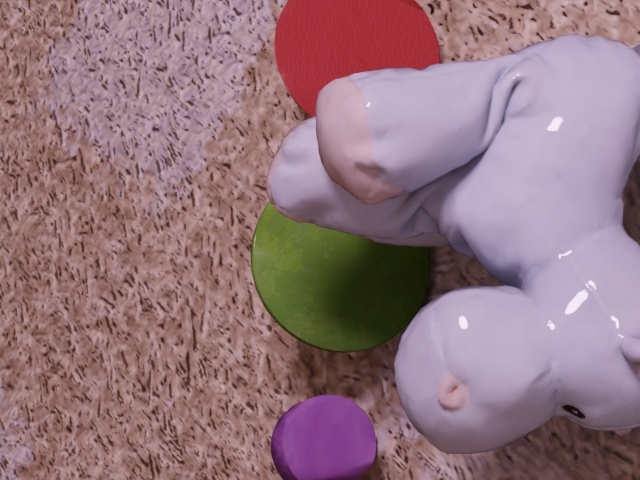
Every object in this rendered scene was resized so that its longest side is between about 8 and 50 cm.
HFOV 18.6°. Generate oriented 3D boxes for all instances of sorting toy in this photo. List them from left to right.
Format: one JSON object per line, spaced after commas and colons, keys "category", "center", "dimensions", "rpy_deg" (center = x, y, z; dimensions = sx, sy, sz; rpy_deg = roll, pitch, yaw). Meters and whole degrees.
{"category": "sorting toy", "center": [0.000, 0.000, 1.387], "dimensions": [0.126, 0.127, 0.365], "rpy_deg": [148, 128, -70]}

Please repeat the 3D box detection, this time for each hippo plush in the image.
{"category": "hippo plush", "center": [0.131, 0.011, 1.196], "dimensions": [0.294, 0.234, 0.236], "rpy_deg": [-15, 80, -5]}
